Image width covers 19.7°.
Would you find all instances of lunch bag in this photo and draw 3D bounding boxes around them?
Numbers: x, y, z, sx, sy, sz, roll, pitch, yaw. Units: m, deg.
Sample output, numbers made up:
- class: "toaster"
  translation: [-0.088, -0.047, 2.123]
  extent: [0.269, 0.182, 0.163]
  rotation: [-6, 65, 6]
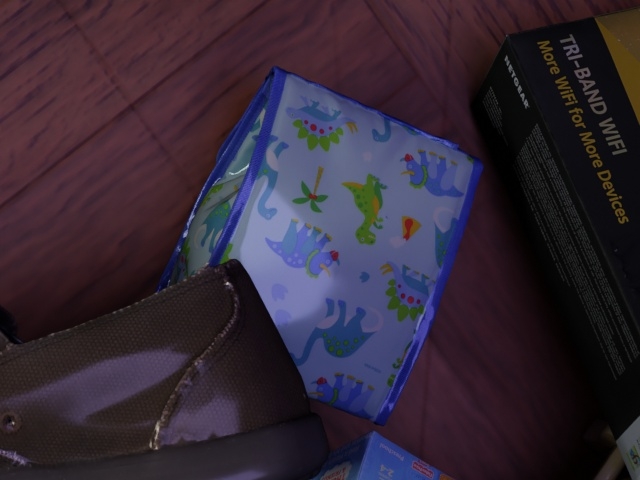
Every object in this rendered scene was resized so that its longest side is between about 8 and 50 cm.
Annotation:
- class: "lunch bag"
  translation: [0.000, 0.000, 0.969]
  extent: [0.129, 0.096, 0.151]
  rotation: [22, 97, -19]

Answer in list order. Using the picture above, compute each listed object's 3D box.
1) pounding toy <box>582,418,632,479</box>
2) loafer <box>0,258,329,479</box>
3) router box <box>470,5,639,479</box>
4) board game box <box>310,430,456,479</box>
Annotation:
- class: "pounding toy"
  translation: [0.216, 0.231, 1.030]
  extent: [0.269, 0.154, 0.155]
  rotation: [39, 81, -17]
- class: "loafer"
  translation: [-0.184, 0.080, 0.883]
  extent: [0.366, 0.134, 0.130]
  rotation: [-8, 85, -5]
- class: "router box"
  translation: [0.251, 0.012, 0.989]
  extent: [0.243, 0.081, 0.309]
  rotation: [-14, 68, -18]
- class: "board game box"
  translation: [0.064, 0.185, 0.975]
  extent: [0.211, 0.160, 0.039]
  rotation: [32, 54, -18]
